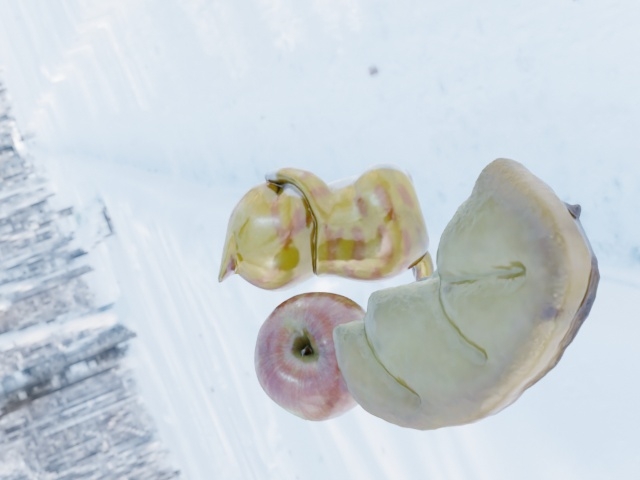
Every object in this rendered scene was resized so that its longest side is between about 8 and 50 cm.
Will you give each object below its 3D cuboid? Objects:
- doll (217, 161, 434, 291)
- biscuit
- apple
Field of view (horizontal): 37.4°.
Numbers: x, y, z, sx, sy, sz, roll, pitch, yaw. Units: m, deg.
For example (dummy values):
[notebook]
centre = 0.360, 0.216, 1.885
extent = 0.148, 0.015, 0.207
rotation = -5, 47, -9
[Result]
[doll]
centre = 0.009, -0.018, 1.190
extent = 0.166, 0.270, 0.162
rotation = 27, -118, -88
[biscuit]
centre = 0.105, 0.069, 0.754
extent = 0.299, 0.045, 0.154
rotation = -51, 51, 44
[apple]
centre = -0.001, 0.128, 1.062
extent = 0.146, 0.146, 0.131
rotation = 63, -174, 21
